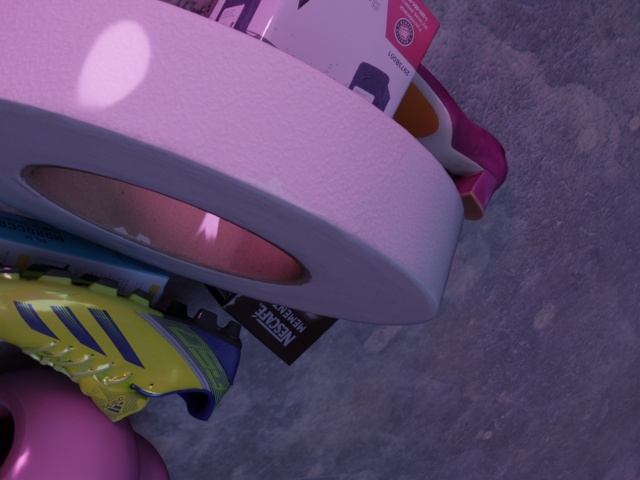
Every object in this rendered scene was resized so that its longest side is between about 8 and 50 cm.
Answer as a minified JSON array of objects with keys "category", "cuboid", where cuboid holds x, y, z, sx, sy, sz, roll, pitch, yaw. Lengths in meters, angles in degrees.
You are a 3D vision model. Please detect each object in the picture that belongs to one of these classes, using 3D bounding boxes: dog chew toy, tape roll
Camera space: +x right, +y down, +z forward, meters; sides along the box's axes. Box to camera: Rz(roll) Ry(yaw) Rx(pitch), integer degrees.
[{"category":"dog chew toy","cuboid":[-0.249,0.269,0.702,0.206,0.206,0.332,-38,141,-9]},{"category":"tape roll","cuboid":[-0.096,-0.034,0.484,0.392,0.391,0.072,31,72,-43]}]

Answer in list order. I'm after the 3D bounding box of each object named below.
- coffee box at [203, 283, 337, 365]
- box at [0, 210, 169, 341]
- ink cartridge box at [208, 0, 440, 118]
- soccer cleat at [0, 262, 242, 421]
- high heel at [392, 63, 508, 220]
[{"category":"coffee box","cuboid":[0.000,0.000,0.758,0.246,0.098,0.141,-44,133,-3]},{"category":"box","cuboid":[-0.271,0.036,0.619,0.244,0.060,0.101,19,105,-41]},{"category":"ink cartridge box","cuboid":[-0.019,-0.145,0.616,0.172,0.100,0.237,32,83,-43]},{"category":"soccer cleat","cuboid":[-0.186,0.098,0.597,0.289,0.093,0.121,26,77,-45]},{"category":"high heel","cuboid":[0.158,-0.143,0.811,0.244,0.082,0.117,48,54,-30]}]
